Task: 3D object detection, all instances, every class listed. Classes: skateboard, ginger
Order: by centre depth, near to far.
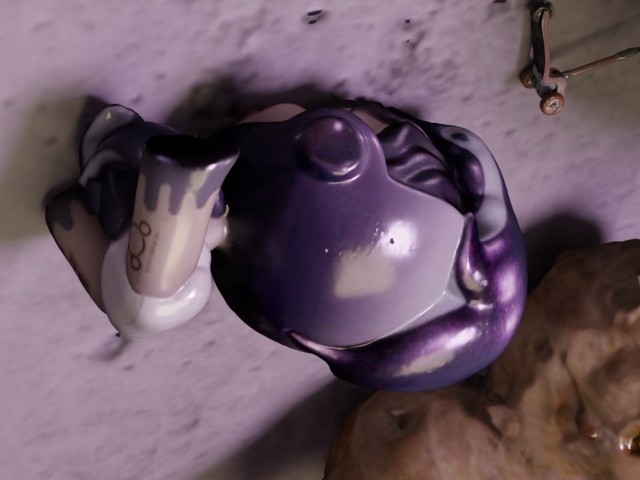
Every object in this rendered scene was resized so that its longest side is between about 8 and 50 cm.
[{"bbox_3d":[0.143,-0.103,0.959,0.083,0.032,0.064,-18,136,-11],"label":"skateboard"},{"bbox_3d":[0.135,0.125,1.138,0.375,0.176,0.256,-31,163,4],"label":"ginger"}]

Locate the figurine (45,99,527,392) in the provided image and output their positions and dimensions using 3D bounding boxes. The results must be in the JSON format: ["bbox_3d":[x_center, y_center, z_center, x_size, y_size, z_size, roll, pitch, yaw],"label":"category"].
[{"bbox_3d":[0.000,0.000,0.889,0.222,0.145,0.145,-1,139,-28],"label":"figurine"}]
